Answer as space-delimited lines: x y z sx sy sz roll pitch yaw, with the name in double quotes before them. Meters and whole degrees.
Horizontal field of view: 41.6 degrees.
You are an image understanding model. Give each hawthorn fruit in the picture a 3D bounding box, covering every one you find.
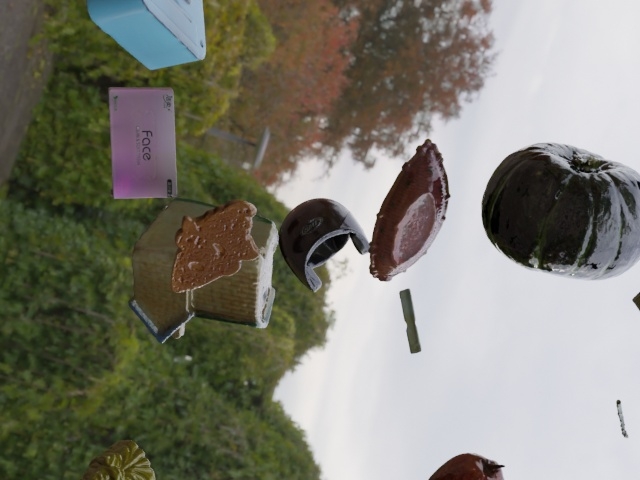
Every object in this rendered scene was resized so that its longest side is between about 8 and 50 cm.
"hawthorn fruit" 0.393 0.655 2.185 0.262 0.210 0.210 -52 -166 17

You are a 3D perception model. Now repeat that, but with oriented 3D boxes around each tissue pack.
"tissue pack" -0.408 -0.222 1.917 0.092 0.148 0.247 -130 -141 -70

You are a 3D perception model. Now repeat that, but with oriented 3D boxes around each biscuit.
"biscuit" -0.232 0.015 1.810 0.280 0.183 0.043 -47 -158 27

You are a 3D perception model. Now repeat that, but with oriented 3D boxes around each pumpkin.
"pumpkin" 0.471 -0.052 1.610 0.323 0.323 0.241 -94 -162 -71

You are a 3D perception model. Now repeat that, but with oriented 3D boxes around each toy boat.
"toy boat" 0.174 -0.040 1.668 0.099 0.140 0.318 -106 -148 -62

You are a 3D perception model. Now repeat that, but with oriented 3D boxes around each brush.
"brush" 0.241 0.218 2.267 0.030 0.033 0.179 76 5 -71

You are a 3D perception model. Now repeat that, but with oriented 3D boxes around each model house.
"model house" -0.331 0.114 2.512 0.335 0.381 0.343 -66 164 -58

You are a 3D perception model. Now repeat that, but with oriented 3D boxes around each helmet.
"helmet" 0.000 0.000 1.939 0.189 0.193 0.216 -36 172 -3

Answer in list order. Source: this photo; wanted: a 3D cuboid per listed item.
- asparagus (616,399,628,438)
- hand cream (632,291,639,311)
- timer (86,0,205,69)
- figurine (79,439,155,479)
"asparagus" 0.689 0.411 1.929 0.016 0.016 0.163 45 -14 47
"hand cream" 0.506 0.109 1.292 0.035 0.022 0.102 -53 -164 26
"timer" -0.263 -0.417 1.294 0.232 0.091 0.250 37 48 -67
"figurine" -0.505 0.543 1.715 0.315 0.168 0.187 -7 125 -55
